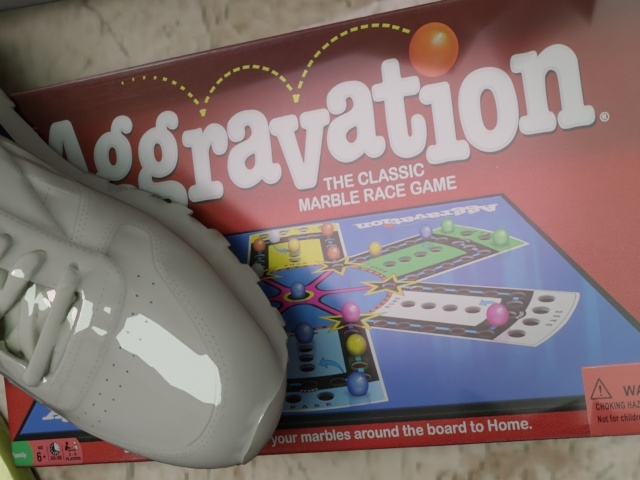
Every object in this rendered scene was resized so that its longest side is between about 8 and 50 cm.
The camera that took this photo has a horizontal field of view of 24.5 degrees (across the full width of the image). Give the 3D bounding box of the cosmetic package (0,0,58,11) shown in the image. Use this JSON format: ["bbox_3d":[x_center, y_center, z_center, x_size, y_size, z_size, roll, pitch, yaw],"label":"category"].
[{"bbox_3d":[-0.152,-0.123,0.504,0.231,0.117,0.085,-9,87,10],"label":"cosmetic package"}]

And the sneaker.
[{"bbox_3d":[-0.115,0.007,0.506,0.235,0.095,0.090,32,106,24],"label":"sneaker"}]

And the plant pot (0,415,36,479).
[{"bbox_3d":[-0.278,0.168,0.543,0.276,0.254,0.276,2,93,30],"label":"plant pot"}]

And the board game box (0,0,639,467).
[{"bbox_3d":[0.000,0.000,0.510,0.281,0.027,0.145,-8,87,29],"label":"board game box"}]
